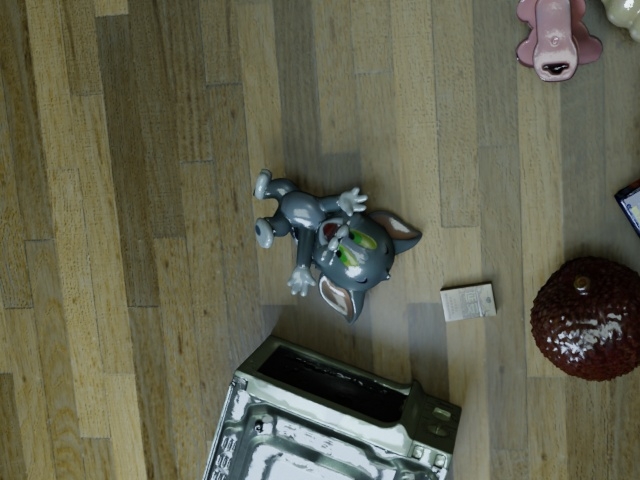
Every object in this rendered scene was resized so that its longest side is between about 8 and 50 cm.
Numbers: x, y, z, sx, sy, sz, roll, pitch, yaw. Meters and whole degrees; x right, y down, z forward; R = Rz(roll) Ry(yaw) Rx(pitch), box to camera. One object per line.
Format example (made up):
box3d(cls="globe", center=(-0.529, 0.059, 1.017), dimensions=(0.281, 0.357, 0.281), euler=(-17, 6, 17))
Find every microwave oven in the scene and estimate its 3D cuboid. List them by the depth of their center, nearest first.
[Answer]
box3d(cls="microwave oven", center=(0.015, 0.353, 1.373), dimensions=(0.354, 0.218, 0.287), euler=(20, 103, 9))

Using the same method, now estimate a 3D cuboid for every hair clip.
box3d(cls="hair clip", center=(0.334, -0.302, 1.222), dimensions=(0.123, 0.102, 0.138), euler=(-7, 110, 18))

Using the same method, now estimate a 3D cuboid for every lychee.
box3d(cls="lychee", center=(0.400, 0.119, 1.256), dimensions=(0.194, 0.194, 0.195), euler=(3, 101, 13))

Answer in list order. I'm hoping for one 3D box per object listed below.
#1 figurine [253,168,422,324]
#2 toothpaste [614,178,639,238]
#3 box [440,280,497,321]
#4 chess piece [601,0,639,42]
box3d(cls="figurine", center=(-0.003, -0.001, 1.354), dimensions=(0.265, 0.140, 0.193), euler=(27, 83, 19))
box3d(cls="toothpaste", center=(0.545, 0.055, 1.263), dimensions=(0.066, 0.076, 0.320), euler=(-32, 92, 15))
box3d(cls="box", center=(0.237, 0.098, 1.372), dimensions=(0.083, 0.024, 0.053), euler=(-10, 98, 16))
box3d(cls="chess piece", center=(0.385, -0.401, 1.193), dimensions=(0.260, 0.142, 0.143), euler=(36, 107, 10))
